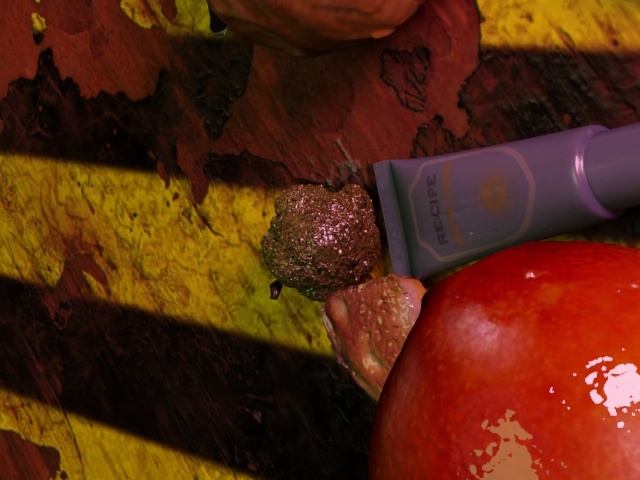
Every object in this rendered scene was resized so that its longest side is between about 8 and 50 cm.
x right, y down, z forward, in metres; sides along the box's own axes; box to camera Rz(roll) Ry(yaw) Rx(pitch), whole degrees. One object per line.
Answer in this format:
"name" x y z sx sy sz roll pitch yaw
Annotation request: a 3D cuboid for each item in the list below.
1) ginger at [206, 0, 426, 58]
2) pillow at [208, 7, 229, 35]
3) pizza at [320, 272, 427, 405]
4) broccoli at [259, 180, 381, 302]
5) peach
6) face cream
"ginger" 0.010 -0.289 1.352 0.223 0.269 0.200 113 161 -76
"pillow" -0.109 -0.310 1.557 0.091 0.055 0.136 -41 65 60
"pizza" 0.124 0.125 1.368 0.305 0.085 0.161 32 122 32
"broccoli" 0.000 0.000 1.460 0.120 0.130 0.131 -121 21 -76
"peach" 0.210 0.182 1.086 0.388 0.388 0.388 8 101 43
"face cream" 0.190 -0.045 1.287 0.385 0.086 0.136 -14 86 49
